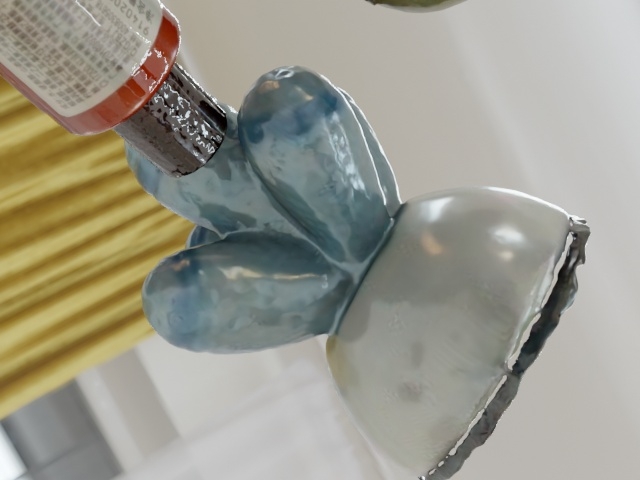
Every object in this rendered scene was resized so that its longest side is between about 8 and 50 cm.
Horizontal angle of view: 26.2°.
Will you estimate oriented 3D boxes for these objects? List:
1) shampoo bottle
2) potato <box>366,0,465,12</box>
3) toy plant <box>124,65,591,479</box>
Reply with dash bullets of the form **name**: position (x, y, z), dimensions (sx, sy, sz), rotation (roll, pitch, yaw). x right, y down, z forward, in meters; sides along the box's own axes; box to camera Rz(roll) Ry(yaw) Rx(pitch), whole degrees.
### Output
- **shampoo bottle**: position (-0.160, -0.138, 0.849), dimensions (0.104, 0.104, 0.278), rotation (14, -23, 46)
- **potato**: position (0.040, -0.274, 0.941), dimensions (0.262, 0.165, 0.165), rotation (59, -32, 26)
- **toy plant**: position (0.000, 0.000, 1.007), dimensions (0.332, 0.247, 0.247), rotation (31, -38, 0)
